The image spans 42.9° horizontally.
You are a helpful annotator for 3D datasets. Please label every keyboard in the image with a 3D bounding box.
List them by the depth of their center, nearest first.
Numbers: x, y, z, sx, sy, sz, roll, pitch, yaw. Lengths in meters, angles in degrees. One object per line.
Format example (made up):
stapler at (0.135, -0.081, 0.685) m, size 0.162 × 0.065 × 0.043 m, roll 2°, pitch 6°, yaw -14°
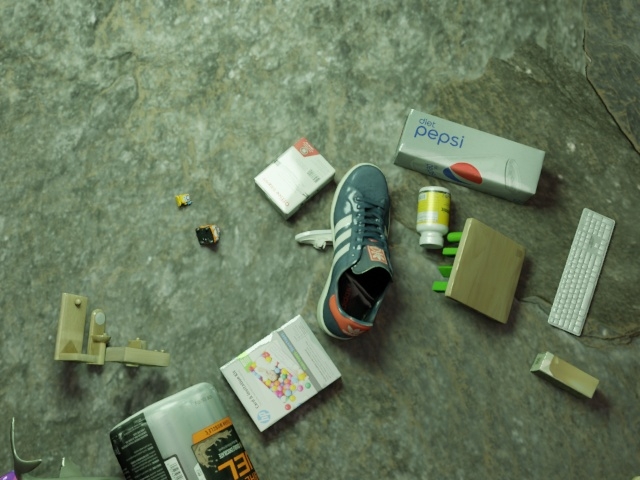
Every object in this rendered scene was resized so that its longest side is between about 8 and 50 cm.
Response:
keyboard at (0.531, 0.062, 1.651) m, size 0.072 × 0.014 × 0.256 m, roll 21°, pitch 77°, yaw 1°

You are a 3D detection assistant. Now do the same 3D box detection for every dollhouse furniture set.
dollhouse furniture set at (-0.377, 0.165, 1.501) m, size 0.151 × 0.144 × 0.123 m, roll -6°, pitch 75°, yaw 32°

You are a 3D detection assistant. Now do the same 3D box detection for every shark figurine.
shark figurine at (-0.464, 0.419, 1.448) m, size 0.166 × 0.278 × 0.116 m, roll -42°, pitch 41°, yaw 16°

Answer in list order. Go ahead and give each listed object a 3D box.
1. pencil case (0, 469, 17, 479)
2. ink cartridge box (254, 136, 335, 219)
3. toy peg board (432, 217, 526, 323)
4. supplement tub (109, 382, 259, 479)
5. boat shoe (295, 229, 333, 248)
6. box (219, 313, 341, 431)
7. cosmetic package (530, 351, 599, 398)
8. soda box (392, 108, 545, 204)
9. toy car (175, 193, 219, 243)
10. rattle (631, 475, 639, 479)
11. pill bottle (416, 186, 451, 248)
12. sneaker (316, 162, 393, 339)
pencil case at (-0.522, 0.520, 1.436) m, size 0.104 × 0.104 × 0.236 m, roll -32°, pitch 82°, yaw -10°
ink cartridge box at (-0.052, -0.123, 1.630) m, size 0.135 × 0.056 × 0.099 m, roll -41°, pitch 83°, yaw -12°
toy peg board at (0.305, 0.060, 1.601) m, size 0.160 × 0.079 × 0.161 m, roll 26°, pitch 76°, yaw -30°
supplement tub at (-0.211, 0.439, 1.419) m, size 0.207 × 0.207 × 0.338 m, roll -26°, pitch 81°, yaw -9°
boat shoe at (0.000, 0.000, 1.619) m, size 0.100 × 0.035 × 0.035 m, roll -4°, pitch 75°, yaw -12°
box at (-0.076, 0.252, 1.556) m, size 0.186 × 0.038 × 0.145 m, roll -33°, pitch 82°, yaw -9°
cosmetic package at (0.473, 0.262, 1.580) m, size 0.115 × 0.060 × 0.041 m, roll 29°, pitch 77°, yaw 1°
soda box at (0.298, -0.167, 1.646) m, size 0.286 × 0.091 × 0.098 m, roll 18°, pitch 77°, yaw 0°
toy car at (-0.234, -0.048, 1.604) m, size 0.040 × 0.060 × 0.122 m, roll -25°, pitch 86°, yaw -41°
rattle at (0.665, 0.520, 1.500) m, size 0.199 × 0.143 × 0.130 m, roll 36°, pitch 59°, yaw 10°
pill bottle at (0.225, -0.045, 1.628) m, size 0.065 × 0.065 × 0.116 m, roll 7°, pitch 78°, yaw -2°
sneaker at (0.089, 0.015, 1.550) m, size 0.131 × 0.148 × 0.350 m, roll 11°, pitch 80°, yaw -20°
